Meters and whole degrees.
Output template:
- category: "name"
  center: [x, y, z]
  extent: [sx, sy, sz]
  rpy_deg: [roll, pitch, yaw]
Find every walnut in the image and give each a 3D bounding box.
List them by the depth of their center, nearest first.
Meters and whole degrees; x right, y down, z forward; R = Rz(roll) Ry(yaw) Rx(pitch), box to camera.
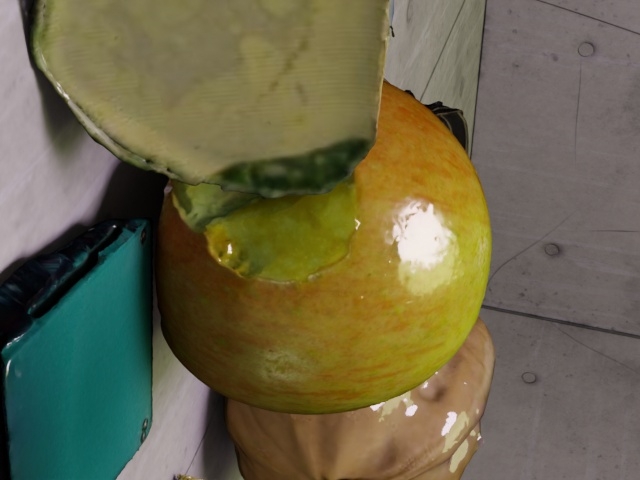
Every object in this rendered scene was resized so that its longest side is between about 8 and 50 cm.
- category: "walnut"
  center: [0.046, 0.193, 1.483]
  extent: [0.383, 0.383, 0.384]
  rpy_deg: [11, 90, -77]

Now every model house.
- category: "model house"
  center: [-0.066, -0.238, 0.888]
  extent: [0.266, 0.261, 0.321]
  rpy_deg: [-80, 172, -50]

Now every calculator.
- category: "calculator"
  center: [-0.209, 0.126, 0.913]
  extent: [0.274, 0.058, 0.248]
  rpy_deg: [-58, 156, -57]

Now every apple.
- category: "apple"
  center: [0.000, 0.000, 1.091]
  extent: [0.339, 0.339, 0.340]
  rpy_deg: [11, 90, -77]

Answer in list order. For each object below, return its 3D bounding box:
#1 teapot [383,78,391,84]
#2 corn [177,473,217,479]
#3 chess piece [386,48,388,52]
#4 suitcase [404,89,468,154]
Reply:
- category: "teapot"
  center: [0.025, -0.122, 1.458]
  extent: [0.185, 0.175, 0.268]
  rpy_deg: [-40, 170, -38]
- category: "corn"
  center: [-0.156, 0.353, 1.315]
  extent: [0.085, 0.063, 0.165]
  rpy_deg: [29, 68, -51]
- category: "chess piece"
  center: [-0.031, -0.107, 1.300]
  extent: [0.167, 0.167, 0.300]
  rpy_deg: [-56, 160, -59]
- category: "suitcase"
  center: [0.129, -0.104, 1.871]
  extent: [0.434, 0.194, 0.283]
  rpy_deg: [-28, 128, -75]
